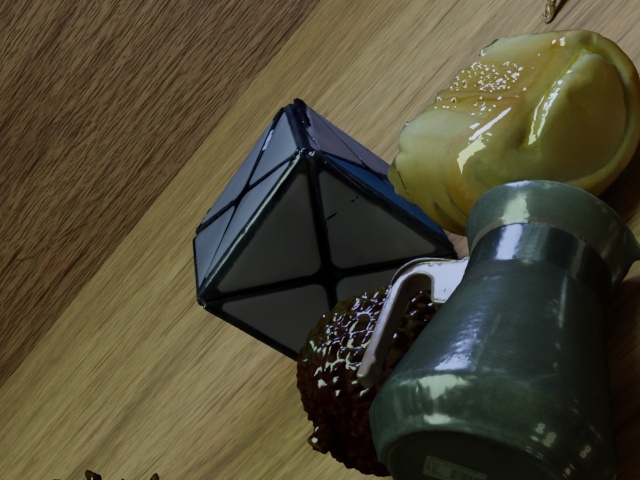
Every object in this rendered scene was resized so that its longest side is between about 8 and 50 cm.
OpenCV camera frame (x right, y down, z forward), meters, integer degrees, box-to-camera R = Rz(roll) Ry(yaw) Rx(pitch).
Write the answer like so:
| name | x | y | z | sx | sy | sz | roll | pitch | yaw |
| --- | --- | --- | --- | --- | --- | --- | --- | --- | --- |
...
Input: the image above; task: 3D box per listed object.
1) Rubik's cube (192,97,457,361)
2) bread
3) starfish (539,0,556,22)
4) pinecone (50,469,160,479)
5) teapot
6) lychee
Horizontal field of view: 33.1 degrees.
| name | x | y | z | sx | sy | sz | roll | pitch | yaw |
| --- | --- | --- | --- | --- | --- | --- | --- | --- | --- |
| Rubik's cube | 0.000 | 0.000 | 1.721 | 0.310 | 0.305 | 0.307 | -54 | 18 | 14 |
| bread | 0.279 | -0.123 | 1.399 | 0.316 | 0.211 | 0.270 | -48 | 28 | -17 |
| starfish | 0.433 | -0.453 | 1.792 | 0.210 | 0.053 | 0.150 | -57 | 8 | 11 |
| pinecone | -0.314 | 0.515 | 1.481 | 0.398 | 0.397 | 0.398 | -46 | 23 | 26 |
| teapot | 0.192 | 0.123 | 1.175 | 0.300 | 0.253 | 0.344 | 1 | 46 | 28 |
| lychee | 0.086 | 0.173 | 1.377 | 0.271 | 0.236 | 0.236 | -47 | 15 | -26 |
